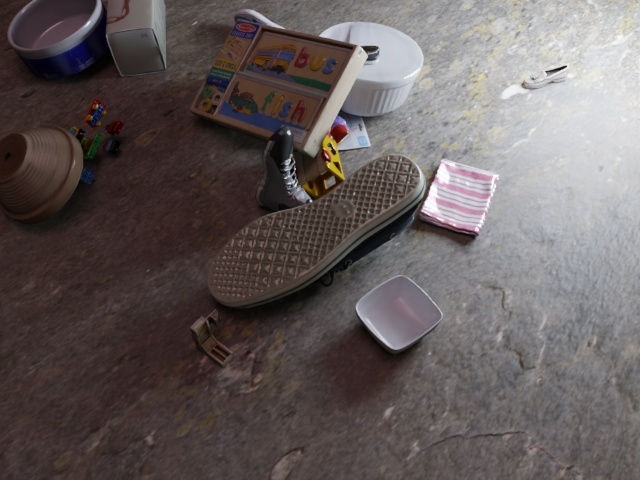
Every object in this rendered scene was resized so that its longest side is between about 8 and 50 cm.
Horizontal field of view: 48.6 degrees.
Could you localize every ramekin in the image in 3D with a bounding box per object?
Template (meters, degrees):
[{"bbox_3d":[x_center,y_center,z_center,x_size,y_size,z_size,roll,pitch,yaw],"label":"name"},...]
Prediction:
[{"bbox_3d":[0.113,-0.427,1.787,0.273,0.127,0.273,4,47,-5],"label":"ramekin"}]

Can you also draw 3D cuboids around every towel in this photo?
[{"bbox_3d":[0.318,-0.104,1.620,0.144,0.029,0.197,18,56,14],"label":"towel"}]

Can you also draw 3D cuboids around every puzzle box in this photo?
[{"bbox_3d":[-0.111,-0.372,1.685,0.409,0.052,0.272,23,83,37],"label":"puzzle box"}]

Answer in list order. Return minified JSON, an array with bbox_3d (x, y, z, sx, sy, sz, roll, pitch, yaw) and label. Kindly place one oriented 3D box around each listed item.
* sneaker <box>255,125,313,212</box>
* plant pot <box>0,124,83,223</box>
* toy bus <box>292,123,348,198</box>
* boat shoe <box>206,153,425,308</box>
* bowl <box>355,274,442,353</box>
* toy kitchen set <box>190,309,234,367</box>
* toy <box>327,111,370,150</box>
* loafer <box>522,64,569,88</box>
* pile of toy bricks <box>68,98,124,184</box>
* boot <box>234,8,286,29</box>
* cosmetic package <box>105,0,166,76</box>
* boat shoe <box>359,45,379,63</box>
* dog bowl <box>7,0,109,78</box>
[{"bbox_3d":[-0.061,-0.134,1.542,0.132,0.229,0.086,38,53,17],"label":"sneaker"},{"bbox_3d":[-0.660,-0.165,1.590,0.237,0.110,0.237,-11,66,24],"label":"plant pot"},{"bbox_3d":[-0.008,-0.198,1.653,0.191,0.104,0.202,23,83,44],"label":"toy bus"},{"bbox_3d":[0.000,0.000,1.483,0.500,0.156,0.187,-31,63,-6],"label":"boat shoe"},{"bbox_3d":[0.153,0.153,1.419,0.142,0.053,0.142,-31,59,-20],"label":"bowl"},{"bbox_3d":[-0.200,0.186,1.386,0.075,0.083,0.068,32,61,23],"label":"toy kitchen set"},{"bbox_3d":[-0.006,-0.280,1.745,0.237,0.056,0.137,-9,54,-5],"label":"toy"},{"bbox_3d":[0.587,-0.431,1.847,0.125,0.039,0.045,-15,55,-9],"label":"loafer"},{"bbox_3d":[-0.573,-0.227,1.711,0.105,0.118,0.212,4,66,40],"label":"pile of toy bricks"},{"bbox_3d":[-0.178,-0.573,1.960,0.190,0.069,0.086,28,56,19],"label":"boot"},{"bbox_3d":[-0.503,-0.607,1.948,0.129,0.153,0.296,-9,52,-3],"label":"cosmetic package"},{"bbox_3d":[0.079,-0.444,1.684,0.125,0.038,0.046,1,47,-6],"label":"boat shoe"},{"bbox_3d":[-0.698,-0.565,1.919,0.265,0.104,0.265,-8,54,11],"label":"dog bowl"}]
